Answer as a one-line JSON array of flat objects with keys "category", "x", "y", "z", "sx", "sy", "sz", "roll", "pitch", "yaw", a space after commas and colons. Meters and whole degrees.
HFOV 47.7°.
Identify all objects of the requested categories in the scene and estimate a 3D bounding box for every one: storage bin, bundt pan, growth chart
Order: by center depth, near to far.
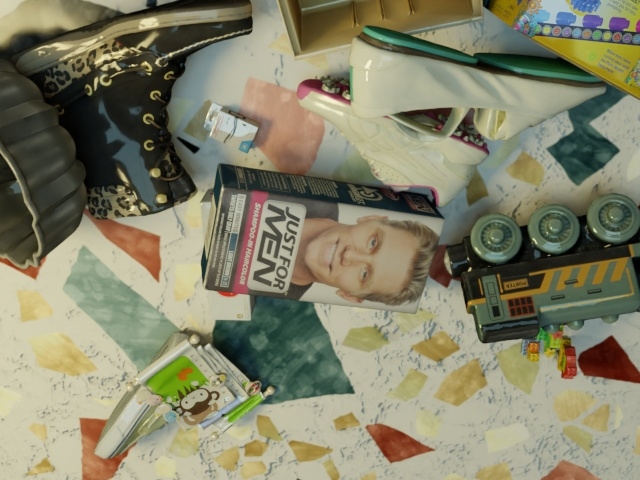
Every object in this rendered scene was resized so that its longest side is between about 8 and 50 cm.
[{"category": "storage bin", "x": 0.061, "y": -0.402, "z": 0.938, "sx": 0.262, "sy": 0.123, "sz": 0.260, "roll": -10, "pitch": 135, "yaw": 9}, {"category": "bundt pan", "x": -0.466, "y": -0.126, "z": 1.076, "sx": 0.330, "sy": 0.124, "sz": 0.331, "roll": 28, "pitch": 137, "yaw": 30}, {"category": "growth chart", "x": -0.213, "y": 0.267, "z": 1.287, "sx": 0.172, "sy": 0.021, "sz": 0.237, "roll": -44, "pitch": 126, "yaw": 1}]

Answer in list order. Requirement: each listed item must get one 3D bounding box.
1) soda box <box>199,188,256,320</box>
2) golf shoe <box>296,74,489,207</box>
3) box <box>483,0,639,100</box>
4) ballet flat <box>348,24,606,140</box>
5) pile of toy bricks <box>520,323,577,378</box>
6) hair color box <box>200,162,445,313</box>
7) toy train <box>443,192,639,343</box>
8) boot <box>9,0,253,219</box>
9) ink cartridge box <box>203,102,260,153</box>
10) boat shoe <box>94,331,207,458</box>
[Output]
[{"category": "soda box", "x": -0.152, "y": 0.025, "z": 1.212, "sx": 0.073, "sy": 0.069, "sz": 0.216, "roll": 0, "pitch": 113, "yaw": 3}, {"category": "golf shoe", "x": 0.097, "y": -0.147, "z": 1.100, "sx": 0.306, "sy": 0.115, "sz": 0.140, "roll": 22, "pitch": 117, "yaw": -4}, {"category": "box", "x": 0.361, "y": -0.362, "z": 0.889, "sx": 0.177, "sy": 0.290, "sz": 0.279, "roll": 27, "pitch": 112, "yaw": -7}, {"category": "ballet flat", "x": 0.212, "y": -0.205, "z": 1.010, "sx": 0.400, "sy": 0.139, "sz": 0.139, "roll": 2, "pitch": 116, "yaw": -24}, {"category": "pile of toy bricks", "x": 0.385, "y": 0.140, "z": 1.206, "sx": 0.118, "sy": 0.105, "sz": 0.212, "roll": 1, "pitch": 113, "yaw": 4}, {"category": "hair color box", "x": 0.000, "y": 0.000, "z": 1.128, "sx": 0.347, "sy": 0.105, "sz": 0.174, "roll": 7, "pitch": 113, "yaw": -15}, {"category": "toy train", "x": 0.364, "y": 0.047, "z": 1.116, "sx": 0.333, "sy": 0.142, "sz": 0.190, "roll": -10, "pitch": 76, "yaw": 6}, {"category": "boot", "x": -0.247, "y": -0.194, "z": 1.085, "sx": 0.377, "sy": 0.138, "sz": 0.284, "roll": -11, "pitch": 111, "yaw": 13}, {"category": "ink cartridge box", "x": -0.143, "y": -0.178, "z": 1.144, "sx": 0.083, "sy": 0.028, "sz": 0.048, "roll": 23, "pitch": 113, "yaw": -6}, {"category": "boat shoe", "x": -0.307, "y": 0.301, "z": 1.325, "sx": 0.094, "sy": 0.109, "sz": 0.302, "roll": 34, "pitch": 109, "yaw": -15}]
